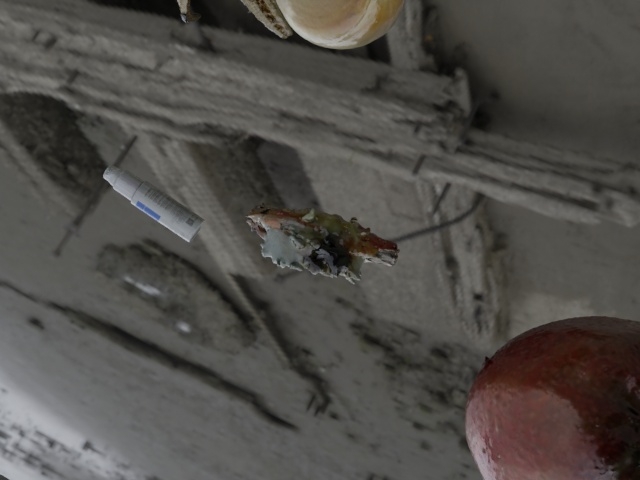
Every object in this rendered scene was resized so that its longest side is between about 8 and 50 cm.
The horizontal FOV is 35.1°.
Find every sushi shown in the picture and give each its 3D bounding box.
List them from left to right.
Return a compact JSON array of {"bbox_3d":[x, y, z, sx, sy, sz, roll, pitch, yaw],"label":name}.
[{"bbox_3d":[-0.001,0.003,1.432,0.226,0.103,0.097,11,162,3],"label":"sushi"}]

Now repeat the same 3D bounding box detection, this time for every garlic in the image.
[{"bbox_3d":[0.014,-0.352,1.378,0.245,0.145,0.164,37,153,34],"label":"garlic"}]

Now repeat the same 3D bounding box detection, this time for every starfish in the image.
[{"bbox_3d":[-0.094,-0.290,1.050,0.074,0.146,0.189,0,-115,-82],"label":"starfish"}]

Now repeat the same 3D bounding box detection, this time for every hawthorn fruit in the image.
[{"bbox_3d":[0.187,0.131,0.732,0.169,0.169,0.188,35,165,-17],"label":"hawthorn fruit"}]

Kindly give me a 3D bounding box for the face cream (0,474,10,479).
[{"bbox_3d":[-0.236,0.292,0.888,0.198,0.084,0.057,35,171,14],"label":"face cream"}]

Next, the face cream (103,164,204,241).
[{"bbox_3d":[-0.200,-0.047,1.207,0.130,0.034,0.034,34,156,-1],"label":"face cream"}]
